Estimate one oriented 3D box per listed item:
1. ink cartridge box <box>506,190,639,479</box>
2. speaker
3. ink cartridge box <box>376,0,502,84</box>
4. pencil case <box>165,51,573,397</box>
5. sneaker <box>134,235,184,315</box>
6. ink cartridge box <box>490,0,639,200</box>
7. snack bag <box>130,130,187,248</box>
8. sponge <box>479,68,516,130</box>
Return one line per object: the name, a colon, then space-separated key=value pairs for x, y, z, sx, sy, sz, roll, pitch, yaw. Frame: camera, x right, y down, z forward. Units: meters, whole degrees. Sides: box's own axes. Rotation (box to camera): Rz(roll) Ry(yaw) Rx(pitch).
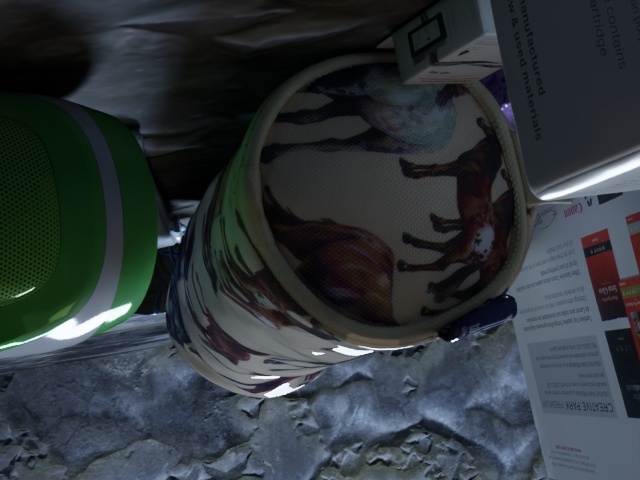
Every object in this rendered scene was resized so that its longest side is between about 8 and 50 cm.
ink cartridge box: x=0.231 y=0.051 z=0.650 sx=0.130 sy=0.271 sz=0.309 roll=-10 pitch=174 yaw=-8
speaker: x=-0.222 y=-0.002 z=0.417 sx=0.297 sy=0.131 sz=0.131 roll=-4 pitch=170 yaw=-40
ink cartridge box: x=0.069 y=-0.097 z=0.492 sx=0.048 sy=0.028 sz=0.083 roll=-6 pitch=171 yaw=-31
pencil case: x=0.000 y=0.016 z=0.694 sx=0.184 sy=0.159 sz=0.410 roll=6 pitch=166 yaw=-13
sneaker: x=-0.202 y=0.028 z=0.911 sx=0.221 sy=0.083 sz=0.087 roll=-4 pitch=-176 yaw=-5
ink cartridge box: x=0.214 y=-0.105 z=0.299 sx=0.207 sy=0.117 sz=0.283 roll=-7 pitch=172 yaw=-26
snack bag: x=-0.265 y=0.010 z=0.699 sx=0.343 sy=0.037 sz=0.323 roll=-18 pitch=171 yaw=-6
sponge: x=0.181 y=-0.096 z=0.639 sx=0.210 sy=0.031 sz=0.117 roll=-8 pitch=173 yaw=-24
